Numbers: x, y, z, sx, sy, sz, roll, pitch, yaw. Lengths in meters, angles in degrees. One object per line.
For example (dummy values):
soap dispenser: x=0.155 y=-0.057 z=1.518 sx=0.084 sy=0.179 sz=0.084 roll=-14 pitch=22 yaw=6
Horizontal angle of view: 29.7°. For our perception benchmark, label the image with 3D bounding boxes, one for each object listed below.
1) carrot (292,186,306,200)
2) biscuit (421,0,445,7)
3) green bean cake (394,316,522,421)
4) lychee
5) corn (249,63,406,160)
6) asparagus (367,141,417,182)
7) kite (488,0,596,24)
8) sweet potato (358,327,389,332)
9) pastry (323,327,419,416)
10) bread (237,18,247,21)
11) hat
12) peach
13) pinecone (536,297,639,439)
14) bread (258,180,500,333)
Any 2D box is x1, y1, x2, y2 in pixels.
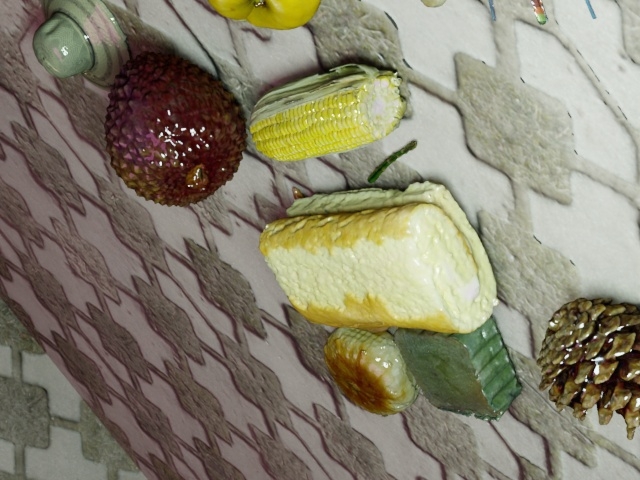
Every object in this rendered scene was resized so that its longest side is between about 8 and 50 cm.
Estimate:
carrot: x=0.000 y=0.000 z=2.124 sx=0.048 sy=0.048 sz=0.216 roll=-5 pitch=115 yaw=53
biscuit: x=0.046 y=-0.452 z=1.575 sx=0.325 sy=0.044 sz=0.217 roll=33 pitch=146 yaw=25
green bean cake: x=0.232 y=0.197 z=1.995 sx=0.173 sy=0.094 sz=0.181 roll=4 pitch=127 yaw=50
lychee: x=-0.258 y=-0.201 z=2.053 sx=0.271 sy=0.271 sz=0.271 roll=32 pitch=145 yaw=26
corn: x=0.007 y=-0.193 z=1.848 sx=0.305 sy=0.122 sz=0.123 roll=-5 pitch=92 yaw=50
asparagus: x=0.113 y=-0.125 z=1.875 sx=0.163 sy=0.016 sz=0.016 roll=-38 pitch=67 yaw=58
kite: x=0.251 y=-0.335 z=1.480 sx=0.183 sy=0.010 sz=0.160 roll=10 pitch=132 yaw=45
sweet potato: x=0.065 y=0.125 z=2.165 sx=0.206 sy=0.060 sz=0.068 roll=8 pitch=93 yaw=49
pastry: x=0.092 y=0.238 z=2.214 sx=0.192 sy=0.093 sz=0.182 roll=18 pitch=139 yaw=40
bread: x=-0.135 y=-0.389 z=1.885 sx=0.110 sy=0.024 sz=0.110 roll=31 pitch=143 yaw=27
hat: x=-0.474 y=-0.361 z=2.254 sx=0.252 sy=0.110 sz=0.252 roll=32 pitch=145 yaw=27
peach: x=-0.085 y=-0.367 z=1.729 sx=0.179 sy=0.103 sz=0.179 roll=13 pitch=166 yaw=3
pinecone: x=0.405 y=0.174 z=1.686 sx=0.204 sy=0.184 sz=0.179 roll=28 pitch=124 yaw=-10
bread: x=0.095 y=0.039 z=1.927 sx=0.375 sy=0.165 sz=0.236 roll=-5 pitch=122 yaw=51
